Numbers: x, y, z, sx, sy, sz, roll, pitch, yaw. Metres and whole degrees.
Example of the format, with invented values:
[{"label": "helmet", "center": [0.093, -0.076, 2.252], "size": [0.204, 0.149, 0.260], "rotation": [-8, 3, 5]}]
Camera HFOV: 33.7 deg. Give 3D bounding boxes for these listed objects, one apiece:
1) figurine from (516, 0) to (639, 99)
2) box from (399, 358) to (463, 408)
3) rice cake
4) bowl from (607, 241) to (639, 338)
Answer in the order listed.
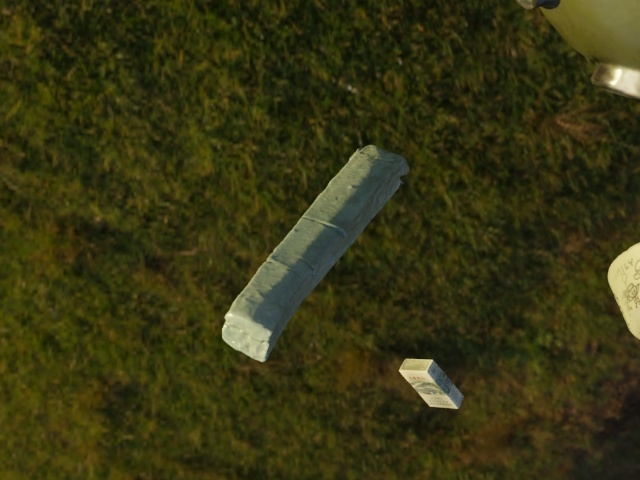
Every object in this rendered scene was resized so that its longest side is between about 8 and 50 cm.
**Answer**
[{"label": "figurine", "center": [0.139, -0.107, 0.281], "size": [0.166, 0.250, 0.141], "rotation": [42, 83, -26]}, {"label": "box", "center": [0.153, 0.197, 1.453], "size": [0.054, 0.024, 0.083], "rotation": [-3, 135, 49]}, {"label": "rice cake", "center": [0.000, 0.000, 0.838], "size": [0.045, 0.245, 0.042], "rotation": [25, 137, 16]}, {"label": "bowl", "center": [0.551, 0.091, 1.555], "size": [0.237, 0.126, 0.238], "rotation": [2, 146, 1]}]
